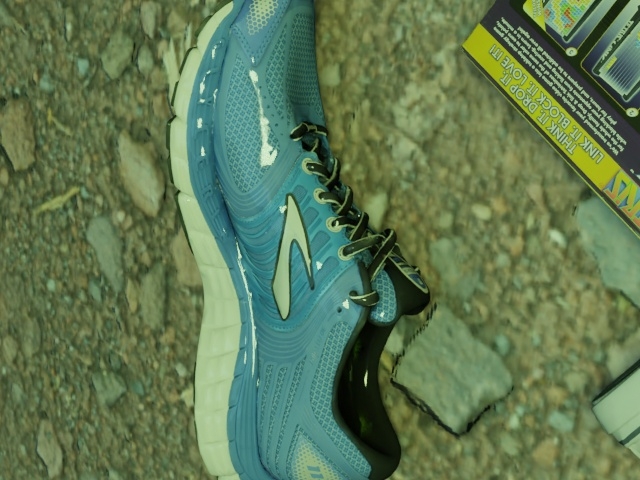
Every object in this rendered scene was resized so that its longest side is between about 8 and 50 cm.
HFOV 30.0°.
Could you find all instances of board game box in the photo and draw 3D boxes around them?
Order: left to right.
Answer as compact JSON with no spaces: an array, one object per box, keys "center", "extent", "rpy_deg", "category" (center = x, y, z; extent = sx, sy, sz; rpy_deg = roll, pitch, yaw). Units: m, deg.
[{"center":[0.175,-0.097,0.617],"extent":[0.170,0.048,0.141],"rpy_deg":[51,127,21],"category":"board game box"}]

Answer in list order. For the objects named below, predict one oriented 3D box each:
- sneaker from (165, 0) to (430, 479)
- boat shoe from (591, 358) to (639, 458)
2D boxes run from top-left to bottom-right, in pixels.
[{"center":[0.000,0.000,0.748],"extent":[0.147,0.130,0.330],"rpy_deg":[-1,100,26],"category":"sneaker"},{"center":[0.230,0.044,0.584],"extent":[0.076,0.083,0.226],"rpy_deg":[46,135,11],"category":"boat shoe"}]
